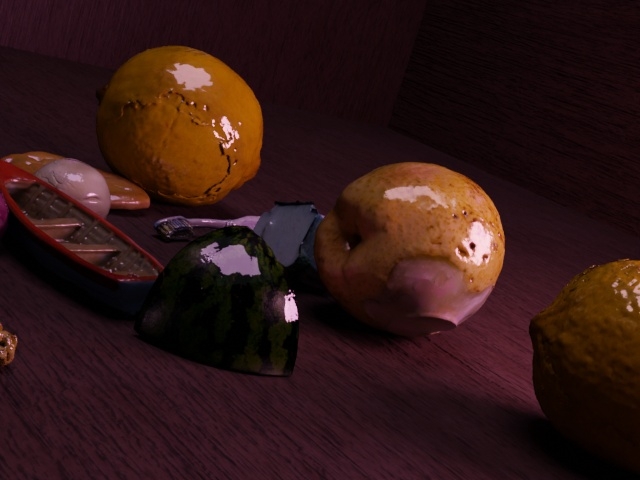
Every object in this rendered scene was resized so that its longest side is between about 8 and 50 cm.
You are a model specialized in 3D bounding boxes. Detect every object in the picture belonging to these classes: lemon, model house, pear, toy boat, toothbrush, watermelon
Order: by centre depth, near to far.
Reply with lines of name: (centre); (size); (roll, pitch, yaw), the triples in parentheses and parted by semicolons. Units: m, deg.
watermelon: (-0.101, 0.086, 1.301); (0.145, 0.193, 0.137); (29, -28, 37)
lemon: (0.400, 0.160, 1.333); (0.310, 0.258, 0.258); (29, 15, 13)
toy boat: (-0.338, -0.007, 1.446); (0.136, 0.080, 0.392); (1, 21, -46)
pear: (0.124, 0.012, 1.586); (0.271, 0.271, 0.271); (16, 12, -4)
model house: (-0.019, 0.024, 1.726); (0.148, 0.120, 0.148); (37, -25, -34)
toothbrush: (-0.119, -0.027, 1.873); (0.413, 0.035, 0.042); (-5, 41, -49)
lemon: (-0.248, -0.201, 1.962); (0.297, 0.297, 0.297); (16, 12, -4)

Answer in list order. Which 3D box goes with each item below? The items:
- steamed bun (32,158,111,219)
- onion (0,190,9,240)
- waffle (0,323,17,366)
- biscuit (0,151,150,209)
steamed bun: (-0.377, -0.074, 1.656); (0.129, 0.091, 0.112); (16, 14, -8)
onion: (-0.453, -0.035, 1.395); (0.115, 0.104, 0.115); (38, 37, -35)
waffle: (-0.377, 0.094, 1.023); (0.148, 0.051, 0.194); (17, 12, 6)
biscuit: (-0.407, -0.099, 1.839); (0.259, 0.041, 0.203); (16, 12, 5)
